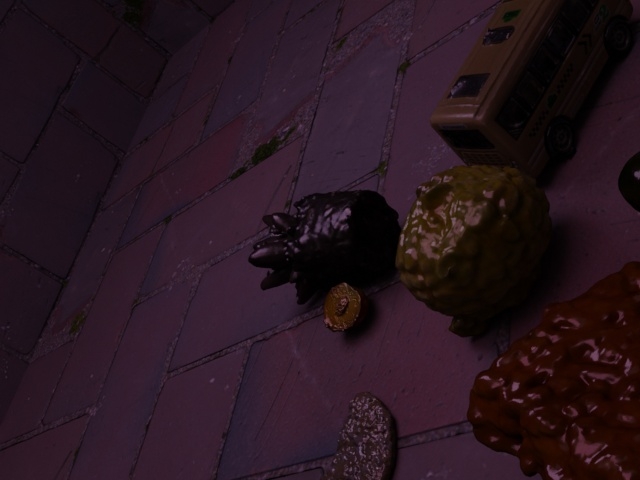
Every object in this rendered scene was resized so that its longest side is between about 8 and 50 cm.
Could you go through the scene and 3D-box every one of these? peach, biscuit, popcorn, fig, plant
[{"bbox_3d":[0.052,0.127,1.457,0.098,0.061,0.098,-16,68,44],"label":"peach"},{"bbox_3d":[0.345,0.160,0.852,0.318,0.111,0.312,-30,26,-13],"label":"biscuit"},{"bbox_3d":[0.057,0.350,1.229,0.133,0.032,0.250,-5,53,53],"label":"biscuit"},{"bbox_3d":[0.230,0.016,1.194,0.205,0.252,0.237,15,33,36],"label":"popcorn"},{"bbox_3d":[0.479,-0.098,1.040,0.177,0.117,0.117,-39,27,-9],"label":"fig"},{"bbox_3d":[0.000,0.000,1.561,0.320,0.181,0.194,-13,47,44],"label":"plant"}]

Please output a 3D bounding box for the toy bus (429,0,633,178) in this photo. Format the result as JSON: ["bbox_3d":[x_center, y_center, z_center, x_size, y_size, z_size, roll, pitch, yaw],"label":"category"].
[{"bbox_3d":[0.353,-0.289,1.331,0.365,0.202,0.177,-58,27,-11],"label":"toy bus"}]
